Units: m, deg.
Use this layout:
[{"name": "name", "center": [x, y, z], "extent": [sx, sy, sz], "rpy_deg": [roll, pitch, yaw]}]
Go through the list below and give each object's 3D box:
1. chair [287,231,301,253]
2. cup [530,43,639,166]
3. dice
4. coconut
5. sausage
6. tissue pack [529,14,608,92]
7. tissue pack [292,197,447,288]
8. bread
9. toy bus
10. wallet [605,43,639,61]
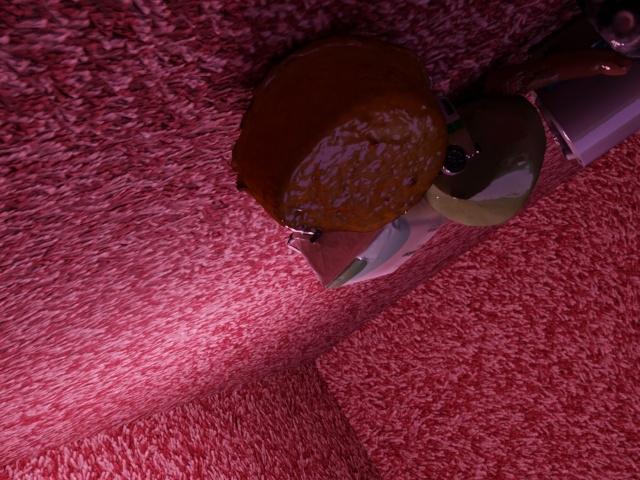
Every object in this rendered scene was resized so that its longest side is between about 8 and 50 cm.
[{"name": "chair", "center": [0.000, 0.000, 2.007], "extent": [0.212, 0.101, 0.084], "rpy_deg": [31, 122, -31]}, {"name": "cup", "center": [0.708, -0.374, 1.834], "extent": [0.371, 0.253, 0.253], "rpy_deg": [-35, 165, 15]}, {"name": "dice", "center": [0.627, -0.480, 1.480], "extent": [0.181, 0.182, 0.183], "rpy_deg": [-12, 154, -49]}, {"name": "coconut", "center": [0.364, -0.183, 1.724], "extent": [0.328, 0.281, 0.328], "rpy_deg": [-26, -157, 12]}, {"name": "sausage", "center": [0.498, -0.361, 1.602], "extent": [0.304, 0.078, 0.078], "rpy_deg": [-8, 177, 26]}, {"name": "tissue pack", "center": [0.562, -0.428, 1.710], "extent": [0.169, 0.082, 0.120], "rpy_deg": [-35, 166, 11]}, {"name": "tissue pack", "center": [0.134, -0.037, 1.882], "extent": [0.266, 0.194, 0.356], "rpy_deg": [-47, 160, 27]}, {"name": "bread", "center": [0.043, -0.152, 1.229], "extent": [0.358, 0.204, 0.337], "rpy_deg": [-4, 142, -37]}, {"name": "toy bus", "center": [0.142, -0.170, 1.506], "extent": [0.305, 0.179, 0.143], "rpy_deg": [-28, -174, -16]}, {"name": "wallet", "center": [0.726, -0.485, 1.631], "extent": [0.044, 0.149, 0.250], "rpy_deg": [45, 69, -38]}]
